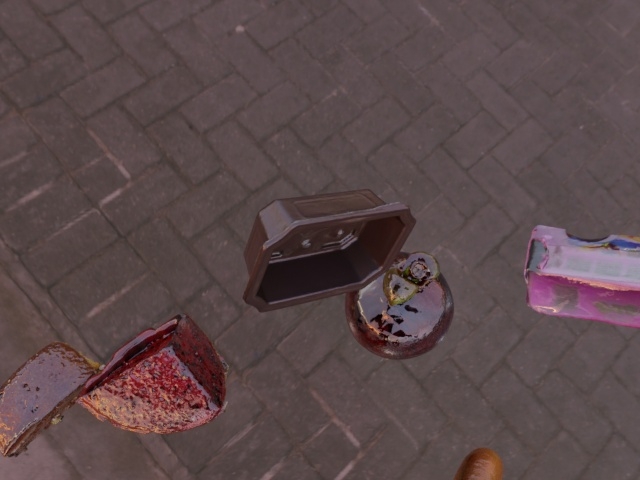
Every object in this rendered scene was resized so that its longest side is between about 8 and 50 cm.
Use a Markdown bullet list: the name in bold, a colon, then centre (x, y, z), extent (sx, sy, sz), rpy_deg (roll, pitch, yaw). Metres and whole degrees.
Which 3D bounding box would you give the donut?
- **donut**: centre (-0.511, 0.279, 1.129), extent (0.126, 0.144, 0.186), rpy_deg (40, 98, 6)

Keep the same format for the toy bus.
- **toy bus**: centre (0.383, 0.048, 0.739), extent (0.274, 0.090, 0.112), rpy_deg (7, 34, 31)

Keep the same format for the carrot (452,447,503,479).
- **carrot**: centre (0.215, 0.382, 0.898), extent (0.067, 0.067, 0.225), rpy_deg (44, 39, 6)

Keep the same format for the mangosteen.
- **mangosteen**: centre (0.148, 0.121, 1.174), extent (0.216, 0.216, 0.216), rpy_deg (5, 67, -11)

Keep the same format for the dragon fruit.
- **dragon fruit**: centre (-0.209, 0.185, 0.796), extent (0.161, 0.120, 0.127), rpy_deg (-28, 98, 4)

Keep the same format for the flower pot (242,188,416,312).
- **flower pot**: centre (0.000, 0.000, 0.867), extent (0.251, 0.179, 0.084), rpy_deg (-10, 51, -33)
